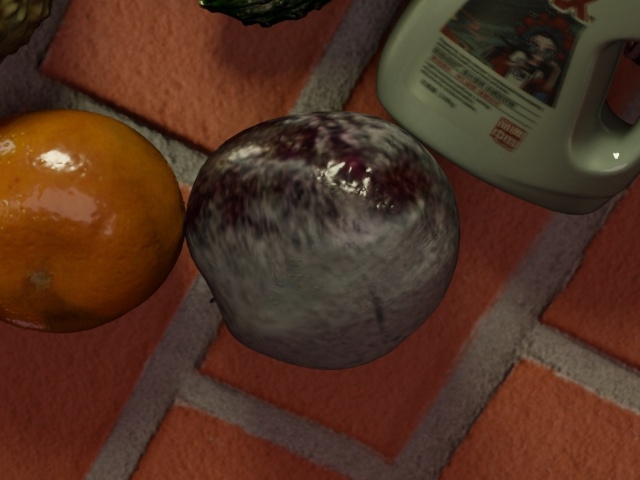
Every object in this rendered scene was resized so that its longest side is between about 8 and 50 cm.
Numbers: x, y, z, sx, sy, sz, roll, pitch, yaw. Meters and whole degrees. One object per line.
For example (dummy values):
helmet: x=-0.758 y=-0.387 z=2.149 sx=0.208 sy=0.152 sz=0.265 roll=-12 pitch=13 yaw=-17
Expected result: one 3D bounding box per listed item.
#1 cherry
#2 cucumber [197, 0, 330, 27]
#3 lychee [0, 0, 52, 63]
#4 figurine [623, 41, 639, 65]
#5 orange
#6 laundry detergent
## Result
cherry: x=0.000 y=0.000 z=1.492 sx=0.296 sy=0.218 sz=0.255 roll=-22 pitch=106 yaw=43
cucumber: x=0.055 y=-0.283 z=1.439 sx=0.359 sy=0.096 sz=0.096 roll=-25 pitch=112 yaw=12
lychee: x=-0.335 y=-0.274 z=1.365 sx=0.255 sy=0.255 sz=0.274 roll=42 pitch=93 yaw=-16
figurine: x=0.442 y=-0.239 z=1.400 sx=0.211 sy=0.253 sz=0.361 roll=-8 pitch=134 yaw=-44
orange: x=-0.248 y=-0.022 z=1.518 sx=0.240 sy=0.171 sz=0.240 roll=0 pitch=122 yaw=0
laundry detergent: x=0.230 y=-0.212 z=1.364 sx=0.264 sy=0.125 sz=0.398 roll=34 pitch=135 yaw=3
